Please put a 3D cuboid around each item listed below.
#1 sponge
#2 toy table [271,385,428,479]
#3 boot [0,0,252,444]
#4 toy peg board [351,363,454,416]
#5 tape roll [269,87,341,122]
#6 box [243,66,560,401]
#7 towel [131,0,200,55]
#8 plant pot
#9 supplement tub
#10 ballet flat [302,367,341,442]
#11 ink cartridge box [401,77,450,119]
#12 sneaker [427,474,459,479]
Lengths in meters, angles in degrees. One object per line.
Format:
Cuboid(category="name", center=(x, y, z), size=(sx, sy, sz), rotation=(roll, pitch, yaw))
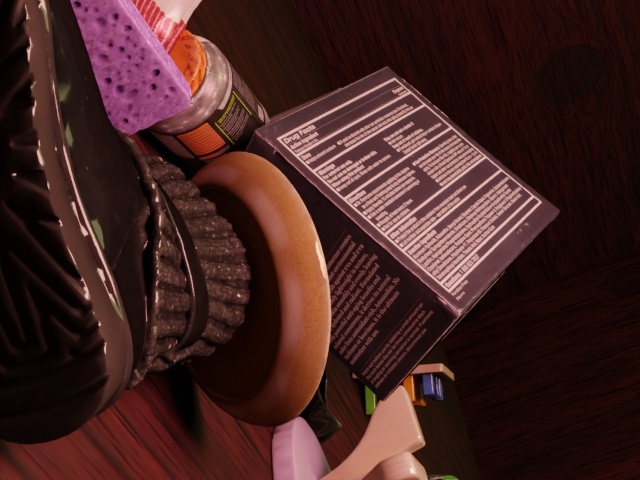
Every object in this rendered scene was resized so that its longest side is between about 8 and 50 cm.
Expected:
Cuboid(category="sponge", center=(-0.196, -0.155, 0.672), size=(0.210, 0.117, 0.031), rotation=(57, 13, -51))
Cuboid(category="toy table", center=(0.059, 0.305, 0.971), size=(0.252, 0.160, 0.274), rotation=(47, 23, -66))
Cuboid(category="boot", center=(-0.164, -0.060, 0.586), size=(0.260, 0.131, 0.348), rotation=(-32, 112, -73))
Cuboid(category="toy peg board", center=(0.153, 0.275, 1.597), size=(0.161, 0.160, 0.079), rotation=(42, 44, -69))
Cuboid(category="tape roll", center=(0.007, -0.127, 1.578), size=(0.246, 0.169, 0.246), rotation=(-22, 90, -81))
Cuboid(category="box", center=(0.078, -0.023, 1.069), size=(0.294, 0.183, 0.296), rotation=(43, 41, 11))
Cuboid(category="towel", center=(-0.148, -0.285, 0.765), size=(0.037, 0.329, 0.237), rotation=(28, -8, 25))
Cuboid(category="plant pot", center=(-0.076, 0.044, 0.753), size=(0.032, 0.236, 0.236), rotation=(-8, 73, -38))
Cuboid(category="supplement tub", center=(-0.137, -0.151, 0.987), size=(0.190, 0.116, 0.117), rotation=(49, 22, -65))
Cuboid(category="ballet flat", center=(0.003, 0.207, 1.191), size=(0.173, 0.049, 0.058), rotation=(-95, 162, -59))
Cuboid(category="ink cartridge box", center=(0.100, -0.133, 1.354), size=(0.127, 0.176, 0.128), rotation=(37, 61, -11))
Cuboid(category="sneaker", center=(0.147, 0.410, 1.269), size=(0.343, 0.146, 0.134), rotation=(-40, 109, -79))
